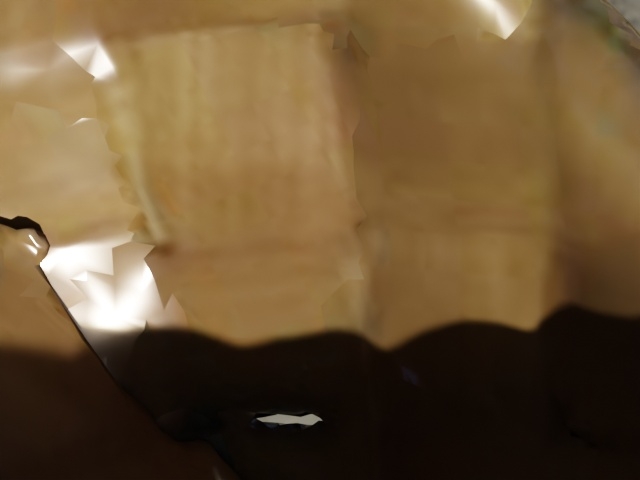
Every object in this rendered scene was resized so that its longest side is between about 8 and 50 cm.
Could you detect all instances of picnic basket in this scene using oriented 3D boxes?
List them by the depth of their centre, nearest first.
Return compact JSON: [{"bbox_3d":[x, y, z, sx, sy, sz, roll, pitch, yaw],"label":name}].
[{"bbox_3d":[0.000,0.000,0.162,0.293,0.337,0.337,32,51,-22],"label":"picnic basket"}]
